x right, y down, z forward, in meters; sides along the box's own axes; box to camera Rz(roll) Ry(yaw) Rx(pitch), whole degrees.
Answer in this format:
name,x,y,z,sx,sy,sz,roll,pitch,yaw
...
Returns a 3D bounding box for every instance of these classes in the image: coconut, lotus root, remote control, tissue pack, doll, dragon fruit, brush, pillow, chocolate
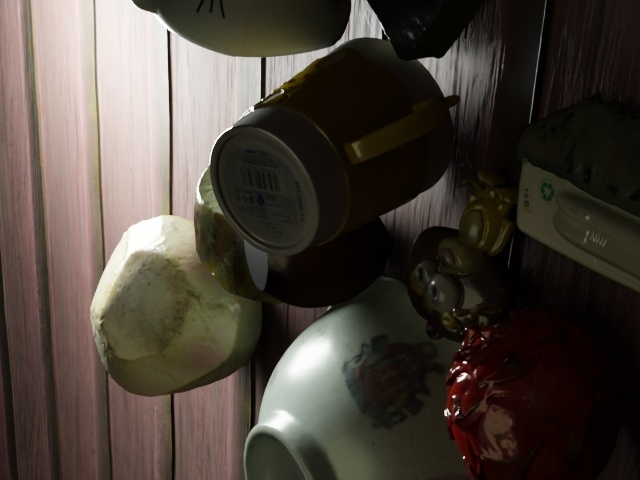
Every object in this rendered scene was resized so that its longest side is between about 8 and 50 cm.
name,x,y,z,sx,sy,sz,roll,pitch,yaw
coconut,-0.200,0.094,1.905,0.259,0.259,0.259,33,131,48
lotus root,-0.080,-0.015,1.743,0.235,0.138,0.119,37,144,40
remote control,0.261,-0.012,1.244,0.230,0.049,0.090,33,129,50
tissue pack,-0.076,-0.365,1.410,0.229,0.235,0.333,-104,21,-45
doll,0.145,0.018,1.415,0.145,0.096,0.188,15,107,48
dragon fruit,0.204,0.157,1.306,0.172,0.172,0.210,-2,102,59
brush,0.111,-0.277,1.354,0.123,0.059,0.197,60,148,19
pillow,0.268,-0.075,1.190,0.241,0.051,0.093,33,92,48
chocolate,0.000,0.000,1.569,0.176,0.176,0.177,33,131,48

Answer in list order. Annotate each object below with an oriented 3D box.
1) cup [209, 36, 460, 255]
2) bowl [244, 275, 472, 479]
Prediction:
name,x,y,z,sx,sy,sz,roll,pitch,yaw
cup,0.027,-0.099,1.407,0.241,0.226,0.185,-16,103,48
bowl,0.036,0.273,1.612,0.435,0.196,0.435,32,129,49
